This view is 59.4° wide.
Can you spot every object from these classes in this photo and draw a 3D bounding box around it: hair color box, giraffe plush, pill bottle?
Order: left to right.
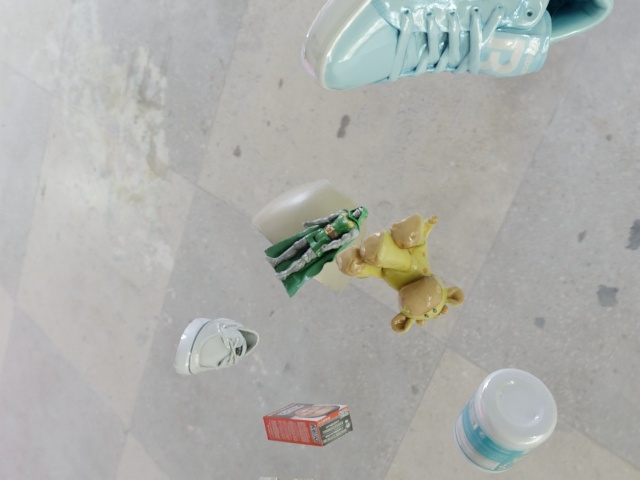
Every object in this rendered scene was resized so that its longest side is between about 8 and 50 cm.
[{"bbox_3d":[-0.022,0.295,0.906,0.141,0.072,0.043,-15,87,46],"label":"hair color box"},{"bbox_3d":[0.151,0.066,0.971,0.181,0.210,0.170,-30,78,32],"label":"giraffe plush"},{"bbox_3d":[0.353,0.371,1.117,0.146,0.146,0.264,46,154,26],"label":"pill bottle"}]

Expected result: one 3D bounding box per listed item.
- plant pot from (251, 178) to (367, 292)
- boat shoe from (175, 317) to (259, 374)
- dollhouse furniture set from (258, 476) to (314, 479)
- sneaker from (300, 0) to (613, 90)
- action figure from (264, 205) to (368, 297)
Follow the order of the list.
[{"bbox_3d":[0.004,-0.036,1.361,0.284,0.284,0.191,42,96,27],"label":"plant pot"},{"bbox_3d":[-0.175,0.185,1.008,0.084,0.258,0.095,10,95,10],"label":"boat shoe"},{"bbox_3d":[-0.045,0.488,0.859,0.242,0.161,0.212,-20,126,41],"label":"dollhouse furniture set"},{"bbox_3d":[0.161,-0.232,0.591,0.150,0.366,0.135,54,163,28],"label":"sneaker"},{"bbox_3d":[0.000,0.000,1.162,0.232,0.063,0.137,-34,59,0],"label":"action figure"}]
